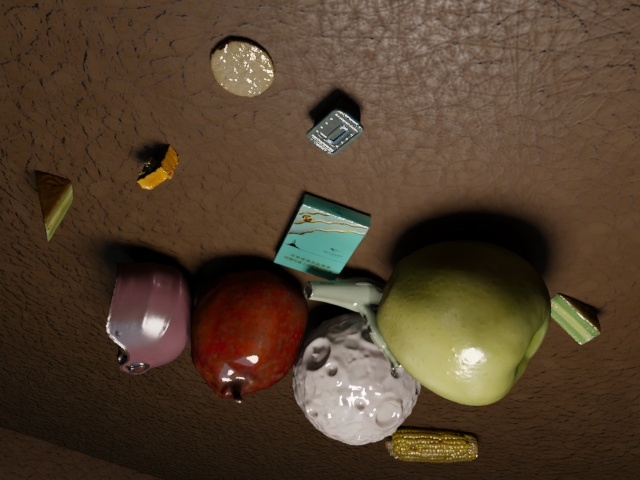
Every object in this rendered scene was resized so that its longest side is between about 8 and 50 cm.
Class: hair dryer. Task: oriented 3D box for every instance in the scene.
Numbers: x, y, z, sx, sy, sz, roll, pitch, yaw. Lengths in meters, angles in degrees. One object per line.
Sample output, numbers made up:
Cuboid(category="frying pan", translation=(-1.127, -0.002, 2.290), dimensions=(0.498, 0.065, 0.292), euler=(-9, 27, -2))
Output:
Cuboid(category="hair dryer", translation=(0.070, 0.173, 1.379), dimensions=(0.229, 0.267, 0.092), euler=(19, 124, -17))

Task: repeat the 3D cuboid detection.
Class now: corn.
Cuboid(category="corn", translation=(0.385, 0.719, 2.062), dimensions=(0.321, 0.119, 0.119), euler=(1, 139, 11))

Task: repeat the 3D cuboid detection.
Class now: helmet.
Cuboid(category="helmet", translation=(-0.422, 0.196, 1.530), dimensions=(0.197, 0.271, 0.339), euler=(-6, 136, -4))

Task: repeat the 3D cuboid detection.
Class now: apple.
Cuboid(category="apple", translation=(0.309, 0.160, 1.267), dimensions=(0.356, 0.358, 0.357), euler=(6, 139, 5))

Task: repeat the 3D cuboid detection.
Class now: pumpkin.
Cuboid(category="pumpkin", translation=(-0.346, -0.156, 1.243), dimensions=(0.083, 0.074, 0.054), euler=(-24, 133, 30))

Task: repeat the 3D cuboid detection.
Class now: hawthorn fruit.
Cuboid(category="hawthorn fruit", translation=(-0.183, 0.234, 1.481), dimensions=(0.307, 0.325, 0.308), euler=(10, 167, 2))

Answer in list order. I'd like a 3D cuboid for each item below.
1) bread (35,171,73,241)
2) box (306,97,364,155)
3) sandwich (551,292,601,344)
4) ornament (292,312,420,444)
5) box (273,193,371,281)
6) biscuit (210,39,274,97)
Cuboid(category="bread", translation=(-0.631, -0.077, 1.340), dimensions=(0.084, 0.139, 0.074), euler=(15, 140, -6))
Cuboid(category="box", translation=(0.030, -0.216, 1.109), dimensions=(0.074, 0.054, 0.099), euler=(35, 133, -24))
Cuboid(category="sandwich", translation=(0.609, 0.192, 1.439), dimensions=(0.116, 0.074, 0.074), euler=(22, 137, -14))
Cuboid(category="ornament", translation=(0.084, 0.348, 1.531), dimensions=(0.336, 0.337, 0.337), euler=(6, 139, 5))
Cuboid(category="box", translation=(0.000, -0.001, 1.371), dimensions=(0.161, 0.042, 0.229), euler=(18, 139, -10))
Cuboid(category="biscuit", translation=(-0.141, -0.310, 1.067), dimensions=(0.120, 0.015, 0.120), euler=(5, 139, 5))
